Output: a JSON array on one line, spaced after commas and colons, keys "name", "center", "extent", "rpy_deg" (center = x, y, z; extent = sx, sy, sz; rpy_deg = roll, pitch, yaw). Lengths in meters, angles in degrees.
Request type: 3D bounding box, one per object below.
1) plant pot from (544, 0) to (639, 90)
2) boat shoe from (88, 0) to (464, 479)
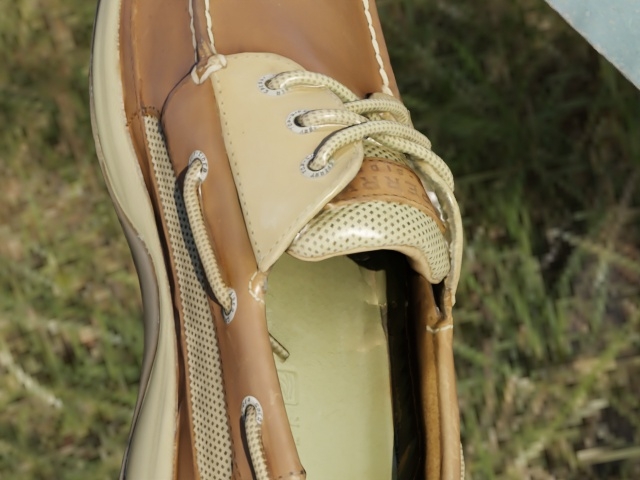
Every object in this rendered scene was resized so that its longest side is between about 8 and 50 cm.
[{"name": "plant pot", "center": [0.288, -0.145, 0.854], "extent": [0.248, 0.252, 0.247], "rpy_deg": [49, 27, 23]}, {"name": "boat shoe", "center": [0.000, 0.000, 0.669], "extent": [0.122, 0.324, 0.120], "rpy_deg": [5, -16, -37]}]
